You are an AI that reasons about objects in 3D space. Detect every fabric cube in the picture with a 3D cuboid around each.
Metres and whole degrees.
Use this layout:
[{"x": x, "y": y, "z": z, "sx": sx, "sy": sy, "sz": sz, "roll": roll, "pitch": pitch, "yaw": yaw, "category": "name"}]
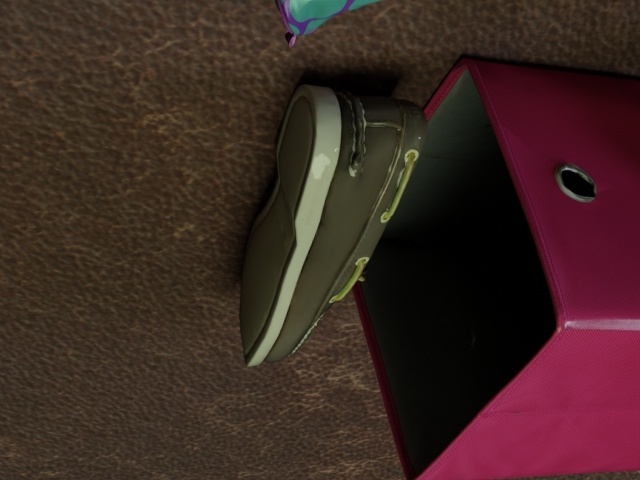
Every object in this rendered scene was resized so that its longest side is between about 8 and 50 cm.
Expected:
[{"x": 0.204, "y": 0.032, "z": 1.139, "sx": 0.258, "sy": 0.254, "sz": 0.259, "roll": 3, "pitch": 144, "yaw": -25, "category": "fabric cube"}]

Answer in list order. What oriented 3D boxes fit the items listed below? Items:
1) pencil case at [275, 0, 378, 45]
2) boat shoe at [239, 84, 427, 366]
[{"x": 0.042, "y": -0.182, "z": 0.912, "sx": 0.151, "sy": 0.064, "sz": 0.070, "roll": -14, "pitch": 124, "yaw": 1, "category": "pencil case"}, {"x": 0.000, "y": 0.000, "z": 1.144, "sx": 0.096, "sy": 0.116, "sz": 0.324, "roll": 0, "pitch": 140, "yaw": -17, "category": "boat shoe"}]
